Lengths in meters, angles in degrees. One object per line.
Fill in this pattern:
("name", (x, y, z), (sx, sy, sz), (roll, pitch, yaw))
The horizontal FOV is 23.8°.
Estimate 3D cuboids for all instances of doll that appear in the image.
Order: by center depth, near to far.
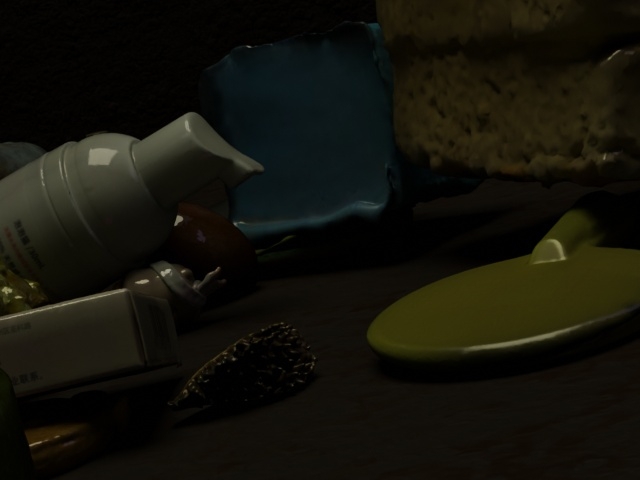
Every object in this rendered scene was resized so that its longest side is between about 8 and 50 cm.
("doll", (-0.150, 0.061, 1.440), (0.127, 0.073, 0.084), (-16, 41, 9))

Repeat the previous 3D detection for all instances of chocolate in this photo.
("chocolate", (-0.133, 0.024, 1.576), (0.133, 0.127, 0.124), (-3, 34, -26))

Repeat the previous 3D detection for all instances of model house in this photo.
("model house", (0.049, -0.130, 1.681), (0.237, 0.216, 0.303), (-8, 6, 37))

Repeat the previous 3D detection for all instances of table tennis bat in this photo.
("table tennis bat", (0.173, 0.032, 1.178), (0.224, 0.054, 0.368), (-7, 14, 27))

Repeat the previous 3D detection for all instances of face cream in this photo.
("face cream", (-0.233, -0.022, 1.478), (0.369, 0.145, 0.145), (-29, 4, 14))

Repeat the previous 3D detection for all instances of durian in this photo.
("durian", (-0.054, 0.091, 1.106), (0.130, 0.052, 0.066), (-21, 9, -39))

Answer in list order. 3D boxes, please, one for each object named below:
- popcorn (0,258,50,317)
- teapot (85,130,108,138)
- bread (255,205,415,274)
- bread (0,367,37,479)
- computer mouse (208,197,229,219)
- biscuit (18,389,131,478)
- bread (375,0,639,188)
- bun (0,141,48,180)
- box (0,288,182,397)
("popcorn", (-0.312, 0.082, 1.337), (0.173, 0.142, 0.173), (-37, 10, 8))
("teapot", (-0.302, -0.065, 2.129), (0.267, 0.175, 0.185), (-7, 8, 37))
("bread", (0.000, 0.000, 1.702), (0.228, 0.034, 0.228), (-13, 7, 2))
("bread", (-0.335, 0.161, 0.805), (0.366, 0.129, 0.382), (-17, 8, -22))
("computer mouse", (-0.090, -0.035, 1.994), (0.120, 0.057, 0.232), (-13, 8, 1))
("biscuit", (-0.256, 0.151, 1.076), (0.248, 0.035, 0.184), (-13, 8, -6))
("bread", (0.283, -0.187, 1.426), (0.390, 0.279, 0.371), (-3, 4, -30))
("bun", (-0.479, -0.003, 1.849), (0.361, 0.211, 0.362), (-16, 7, 2))
("box", (-0.292, 0.106, 1.141), (0.353, 0.069, 0.214), (-15, -4, 1))
